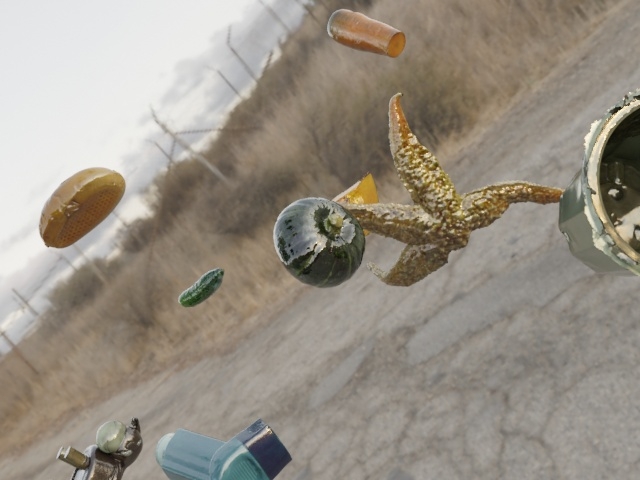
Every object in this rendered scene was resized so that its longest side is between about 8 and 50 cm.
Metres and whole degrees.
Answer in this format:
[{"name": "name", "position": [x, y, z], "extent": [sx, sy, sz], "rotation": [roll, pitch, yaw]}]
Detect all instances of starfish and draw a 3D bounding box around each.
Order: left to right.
[{"name": "starfish", "position": [0.204, -0.064, 1.531], "extent": [0.398, 0.383, 0.132], "rotation": [-46, 10, 25]}]

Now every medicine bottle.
[{"name": "medicine bottle", "position": [-0.163, 0.336, 1.226], "extent": [0.258, 0.079, 0.124], "rotation": [-8, 32, 51]}]

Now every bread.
[{"name": "bread", "position": [-0.437, -0.066, 1.431], "extent": [0.189, 0.077, 0.114], "rotation": [-41, -23, 7]}]

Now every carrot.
[{"name": "carrot", "position": [0.105, -0.473, 1.820], "extent": [0.087, 0.193, 0.087], "rotation": [-41, -34, -35]}]

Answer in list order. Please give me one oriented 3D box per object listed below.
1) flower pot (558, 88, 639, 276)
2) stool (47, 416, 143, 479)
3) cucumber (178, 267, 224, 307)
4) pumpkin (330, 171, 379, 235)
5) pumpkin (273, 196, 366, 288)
[{"name": "flower pot", "position": [0.467, -0.056, 1.135], "extent": [0.290, 0.290, 0.259], "rotation": [-43, -4, -8]}, {"name": "stool", "position": [-0.411, 0.410, 1.439], "extent": [0.217, 0.121, 0.125], "rotation": [-58, 20, 3]}, {"name": "cucumber", "position": [-0.199, 0.082, 1.365], "extent": [0.155, 0.037, 0.037], "rotation": [-36, 10, 44]}, {"name": "pumpkin", "position": [0.027, -0.036, 1.837], "extent": [0.163, 0.111, 0.278], "rotation": [-20, 17, 36]}, {"name": "pumpkin", "position": [-0.002, 0.002, 1.375], "extent": [0.167, 0.167, 0.125], "rotation": [-45, 4, -24]}]
